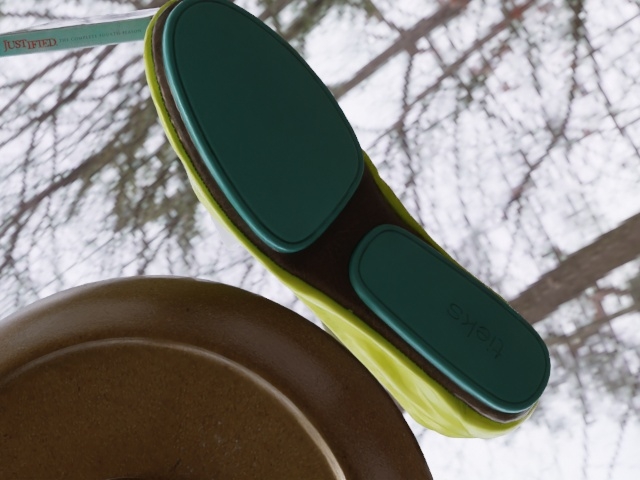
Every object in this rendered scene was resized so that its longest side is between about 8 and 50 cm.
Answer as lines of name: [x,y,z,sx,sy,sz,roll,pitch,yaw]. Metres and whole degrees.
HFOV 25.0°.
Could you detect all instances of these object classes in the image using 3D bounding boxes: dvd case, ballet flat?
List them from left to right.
dvd case: [-0.110,-0.107,0.732,0.119,0.087,0.013,-49,-47,-75]
ballet flat: [0.000,0.000,0.612,0.231,0.077,0.077,46,-120,-8]

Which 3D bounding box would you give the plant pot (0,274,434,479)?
plant pot: [-0.070,0.128,0.540,0.236,0.032,0.236,-1,-100,8]
